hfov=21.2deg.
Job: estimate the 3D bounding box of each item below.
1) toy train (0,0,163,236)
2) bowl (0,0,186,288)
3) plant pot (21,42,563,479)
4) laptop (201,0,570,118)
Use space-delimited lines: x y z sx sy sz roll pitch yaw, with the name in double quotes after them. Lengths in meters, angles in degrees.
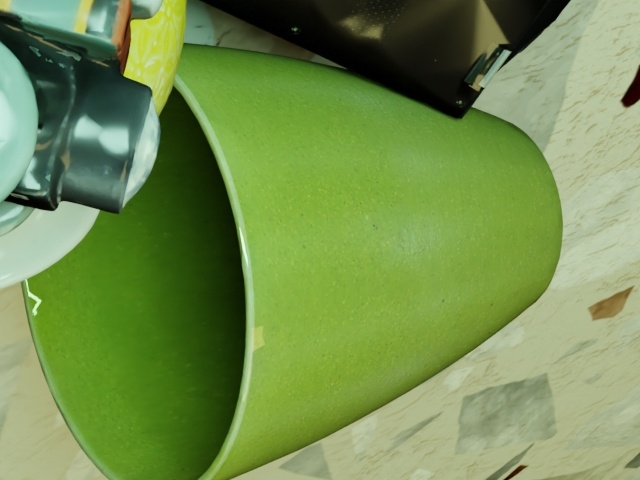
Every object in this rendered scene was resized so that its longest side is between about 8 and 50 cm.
-0.215 -0.115 0.653 0.142 0.334 0.190 141 -37 -84 "toy train"
-0.182 -0.067 0.821 0.289 0.156 0.289 -19 148 -13 "bowl"
0.000 0.000 1.086 0.293 0.275 0.275 -9 142 -35 "plant pot"
0.121 -0.296 1.027 0.408 0.236 0.382 21 121 -25 "laptop"
